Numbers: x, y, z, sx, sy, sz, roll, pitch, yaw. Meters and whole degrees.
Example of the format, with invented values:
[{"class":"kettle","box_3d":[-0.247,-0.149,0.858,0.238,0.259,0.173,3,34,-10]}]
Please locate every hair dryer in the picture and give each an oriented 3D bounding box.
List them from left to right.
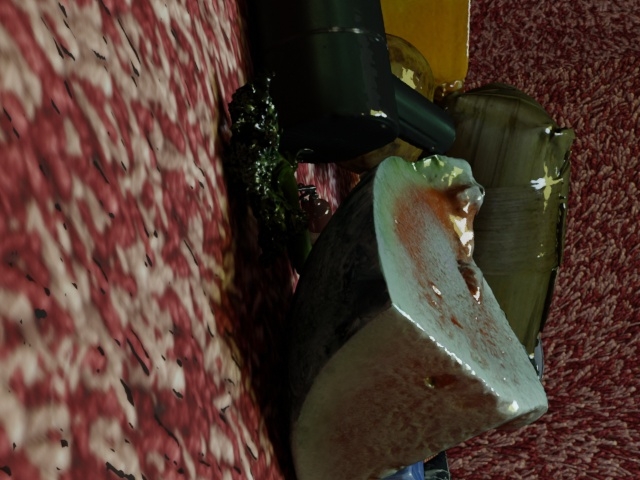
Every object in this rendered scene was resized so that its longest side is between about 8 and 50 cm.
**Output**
[{"class":"hair dryer","box_3d":[0.044,-0.181,0.932,0.302,0.116,0.244,21,61,-58]}]

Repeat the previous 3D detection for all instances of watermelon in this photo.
[{"class":"watermelon","box_3d":[0.081,0.063,0.737,0.289,0.213,0.320,78,36,-74]}]

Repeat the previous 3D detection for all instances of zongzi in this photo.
[{"class":"zongzi","box_3d":[0.252,0.019,1.478,0.467,0.218,0.500,-34,131,-71]}]

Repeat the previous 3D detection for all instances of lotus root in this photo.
[{"class":"lotus root","box_3d":[0.060,-0.160,1.161,0.314,0.141,0.169,-6,103,-82]}]

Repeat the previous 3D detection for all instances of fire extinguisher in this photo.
[{"class":"fire extinguisher","box_3d":[0.000,0.000,0.978,0.049,0.035,0.173,-85,168,-46]}]

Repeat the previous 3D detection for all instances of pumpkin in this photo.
[{"class":"pumpkin","box_3d":[0.119,-0.317,1.536,0.303,0.225,0.256,71,17,-80]}]

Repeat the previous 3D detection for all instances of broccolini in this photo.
[{"class":"broccolini","box_3d":[-0.024,-0.012,0.773,0.271,0.062,0.123,72,23,-66]}]

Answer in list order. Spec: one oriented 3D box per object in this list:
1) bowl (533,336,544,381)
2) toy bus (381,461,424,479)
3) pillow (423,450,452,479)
[{"class":"bowl","box_3d":[0.230,0.186,1.818,0.157,0.345,0.345,-41,-143,42]},{"class":"toy bus","box_3d":[0.054,0.174,0.965,0.236,0.094,0.079,-86,166,-55]},{"class":"pillow","box_3d":[0.103,0.315,1.104,0.055,0.141,0.208,44,10,-1]}]
